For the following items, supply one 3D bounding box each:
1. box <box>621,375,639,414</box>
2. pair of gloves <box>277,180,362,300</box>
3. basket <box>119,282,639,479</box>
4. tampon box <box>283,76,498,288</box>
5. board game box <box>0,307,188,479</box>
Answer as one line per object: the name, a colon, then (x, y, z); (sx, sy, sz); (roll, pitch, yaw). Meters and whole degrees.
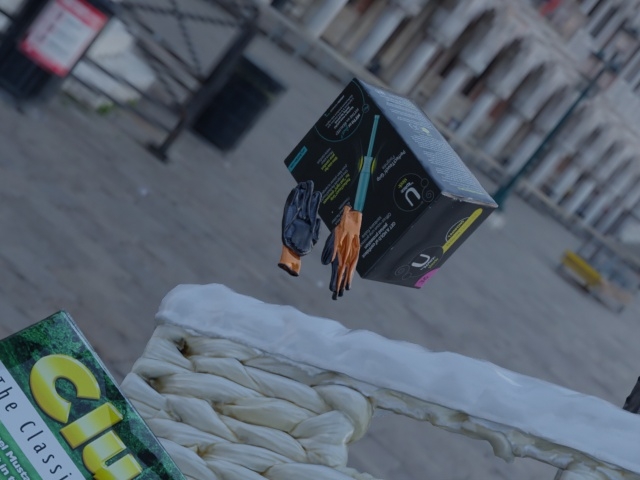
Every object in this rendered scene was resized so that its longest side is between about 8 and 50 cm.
box: (0.398, 0.148, 0.974); (0.296, 0.294, 0.183); (42, 50, -3)
pair of gloves: (0.000, 0.000, 1.075); (0.010, 0.074, 0.083); (-9, -28, 42)
basket: (0.028, 0.251, 0.680); (0.328, 0.266, 0.331); (17, -42, 19)
tampon box: (0.066, -0.054, 1.416); (0.101, 0.120, 0.161); (11, 38, -51)
board game box: (-0.039, 0.146, 0.369); (0.259, 0.030, 0.136); (53, 38, 8)
